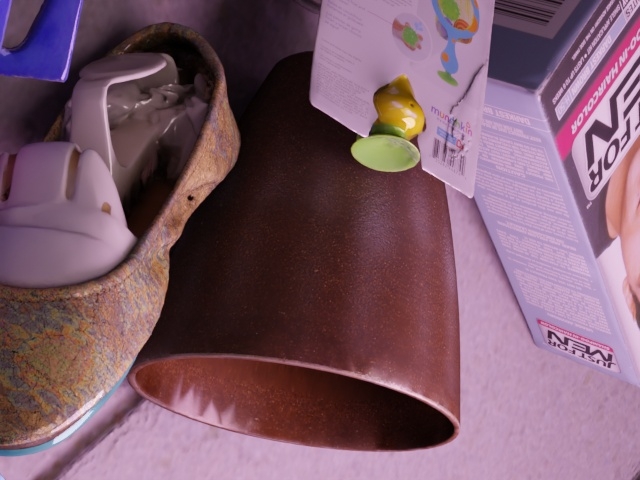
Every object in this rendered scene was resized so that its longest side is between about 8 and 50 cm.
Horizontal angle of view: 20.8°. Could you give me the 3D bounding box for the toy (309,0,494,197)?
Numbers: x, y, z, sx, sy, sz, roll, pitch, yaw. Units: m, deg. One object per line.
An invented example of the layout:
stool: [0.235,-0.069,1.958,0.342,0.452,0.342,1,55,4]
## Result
toy: [0.045,-0.148,1.122,0.137,0.056,0.237,28,52,-31]

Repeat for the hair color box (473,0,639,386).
hair color box: [0.216,-0.071,1.376,0.185,0.114,0.374,-53,143,-21]

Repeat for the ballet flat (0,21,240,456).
ballet flat: [-0.129,-0.023,0.969,0.348,0.123,0.123,-64,147,-56]

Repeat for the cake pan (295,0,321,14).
cake pan: [0.054,-0.294,1.209,0.293,0.054,0.293,-17,114,-44]

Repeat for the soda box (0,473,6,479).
soda box: [-0.245,0.113,0.892,0.071,0.210,0.067,-50,133,-23]

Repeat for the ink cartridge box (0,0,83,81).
ink cartridge box: [-0.285,-0.134,0.791,0.395,0.151,0.270,-6,117,-48]

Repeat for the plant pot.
plant pot: [0.000,0.000,1.151,0.215,0.215,0.230,31,62,-48]
